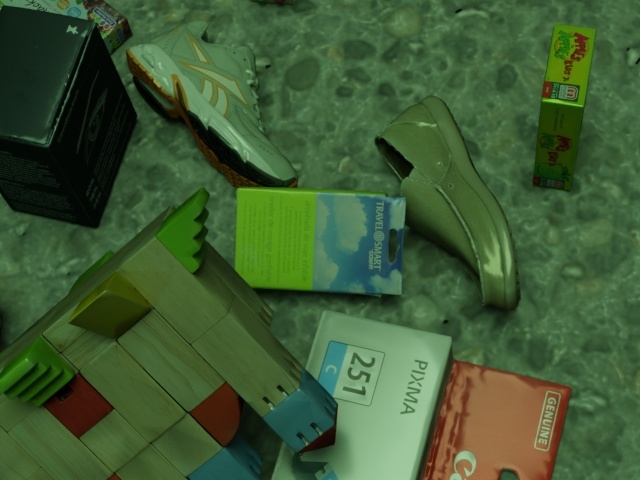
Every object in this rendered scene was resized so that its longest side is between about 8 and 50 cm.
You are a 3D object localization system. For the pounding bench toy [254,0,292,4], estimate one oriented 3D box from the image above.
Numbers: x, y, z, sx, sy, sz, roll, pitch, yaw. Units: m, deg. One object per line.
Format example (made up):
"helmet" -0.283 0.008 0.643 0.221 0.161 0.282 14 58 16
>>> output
"pounding bench toy" -0.072 -0.317 1.597 0.083 0.052 0.065 7 67 9

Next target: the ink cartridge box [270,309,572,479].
"ink cartridge box" 0.088 0.236 1.317 0.261 0.066 0.296 12 67 12

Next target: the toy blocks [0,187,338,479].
"toy blocks" -0.162 0.162 1.284 0.381 0.191 0.261 -39 103 15

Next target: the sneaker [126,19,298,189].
"sneaker" -0.099 -0.157 1.505 0.121 0.099 0.262 -38 68 -16

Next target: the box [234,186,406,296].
"box" 0.000 0.000 1.423 0.178 0.042 0.109 3 97 7

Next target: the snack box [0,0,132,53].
"snack box" -0.308 -0.260 1.604 0.141 0.037 0.100 39 76 20

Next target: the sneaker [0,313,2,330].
"sneaker" -0.494 0.079 1.435 0.330 0.122 0.146 5 52 6

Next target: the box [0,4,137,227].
"box" -0.288 -0.129 1.446 0.108 0.207 0.153 12 67 11

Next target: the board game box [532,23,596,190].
"board game box" 0.252 -0.135 1.406 0.043 0.181 0.092 9 67 10

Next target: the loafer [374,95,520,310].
"loafer" 0.133 -0.031 1.422 0.092 0.102 0.269 -21 56 -2
